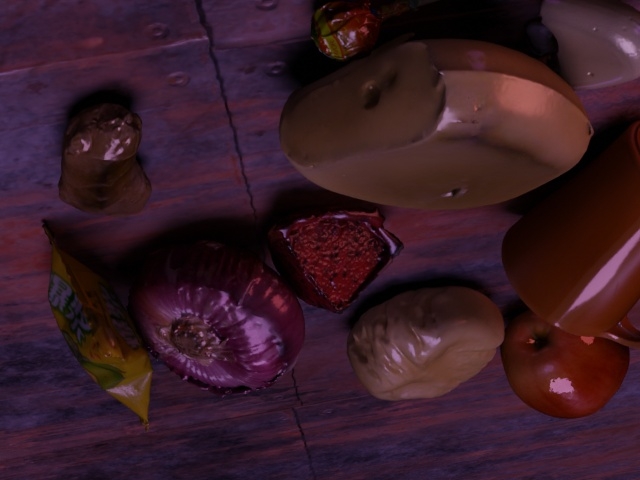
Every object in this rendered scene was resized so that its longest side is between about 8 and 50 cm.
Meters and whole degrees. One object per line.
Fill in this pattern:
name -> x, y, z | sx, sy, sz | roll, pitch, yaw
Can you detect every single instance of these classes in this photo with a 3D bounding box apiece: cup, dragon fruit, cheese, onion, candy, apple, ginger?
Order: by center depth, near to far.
candy -> 0.087, -0.214, 1.009 | 0.201, 0.060, 0.060 | -19, 152, -2
cheese -> 0.294, -0.181, 1.033 | 0.235, 0.050, 0.127 | 14, 153, 37
cheese -> 0.133, -0.103, 1.083 | 0.259, 0.128, 0.316 | -7, 173, 43
ginger -> -0.218, -0.076, 1.125 | 0.095, 0.069, 0.190 | 1, 151, -10
cup -> 0.364, 0.001, 1.326 | 0.182, 0.226, 0.264 | -31, 162, -42
dragon fruit -> 0.001, -0.001, 1.342 | 0.127, 0.120, 0.161 | 17, 151, 53
candy -> -0.269, 0.115, 1.356 | 0.081, 0.187, 0.297 | -31, 159, -14
onion -> -0.118, 0.079, 1.371 | 0.230, 0.163, 0.230 | 20, 136, 20
cheese -> 0.159, 0.145, 1.622 | 0.226, 0.117, 0.214 | 1, 146, -31
apple -> 0.365, 0.176, 1.686 | 0.199, 0.199, 0.199 | -8, 152, -4
